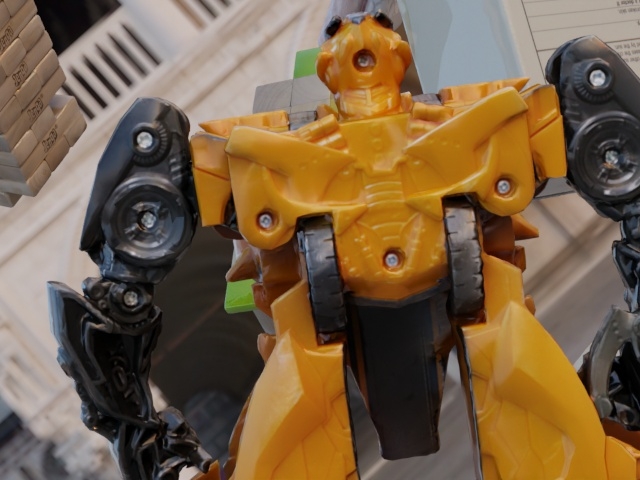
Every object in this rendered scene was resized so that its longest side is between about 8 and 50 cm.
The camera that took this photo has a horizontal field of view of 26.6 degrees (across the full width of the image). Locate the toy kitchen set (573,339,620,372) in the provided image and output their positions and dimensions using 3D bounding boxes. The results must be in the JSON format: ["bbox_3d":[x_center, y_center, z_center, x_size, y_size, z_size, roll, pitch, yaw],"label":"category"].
[{"bbox_3d":[0.351,0.129,1.164,0.166,0.207,0.122,-48,24,-21],"label":"toy kitchen set"}]

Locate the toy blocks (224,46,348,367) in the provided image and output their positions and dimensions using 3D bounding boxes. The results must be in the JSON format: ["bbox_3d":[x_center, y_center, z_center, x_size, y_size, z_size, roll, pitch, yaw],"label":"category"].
[{"bbox_3d":[0.000,0.000,1.585,0.190,0.261,0.381,-9,47,16],"label":"toy blocks"}]

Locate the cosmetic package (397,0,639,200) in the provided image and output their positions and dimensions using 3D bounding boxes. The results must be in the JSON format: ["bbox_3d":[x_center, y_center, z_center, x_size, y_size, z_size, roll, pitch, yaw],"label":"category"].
[{"bbox_3d":[0.137,-0.186,0.886,0.160,0.310,0.113,-10,-8,-29],"label":"cosmetic package"}]

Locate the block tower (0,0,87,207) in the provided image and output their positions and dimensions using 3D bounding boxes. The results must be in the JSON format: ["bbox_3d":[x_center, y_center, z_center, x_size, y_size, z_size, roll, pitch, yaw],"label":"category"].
[{"bbox_3d":[-0.282,-0.177,1.023,0.097,0.090,0.335,-62,-31,-35],"label":"block tower"}]

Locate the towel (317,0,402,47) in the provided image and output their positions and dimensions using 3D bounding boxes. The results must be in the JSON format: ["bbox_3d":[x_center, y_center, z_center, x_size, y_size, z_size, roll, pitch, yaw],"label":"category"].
[{"bbox_3d":[0.107,-0.329,1.157,0.332,0.053,0.317,-59,-8,-63],"label":"towel"}]

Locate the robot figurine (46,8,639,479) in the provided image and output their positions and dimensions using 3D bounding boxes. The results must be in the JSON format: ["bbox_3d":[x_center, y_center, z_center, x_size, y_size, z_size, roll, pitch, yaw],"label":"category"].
[{"bbox_3d":[0.029,0.073,0.440,0.211,0.291,0.085,-7,6,-1],"label":"robot figurine"}]
